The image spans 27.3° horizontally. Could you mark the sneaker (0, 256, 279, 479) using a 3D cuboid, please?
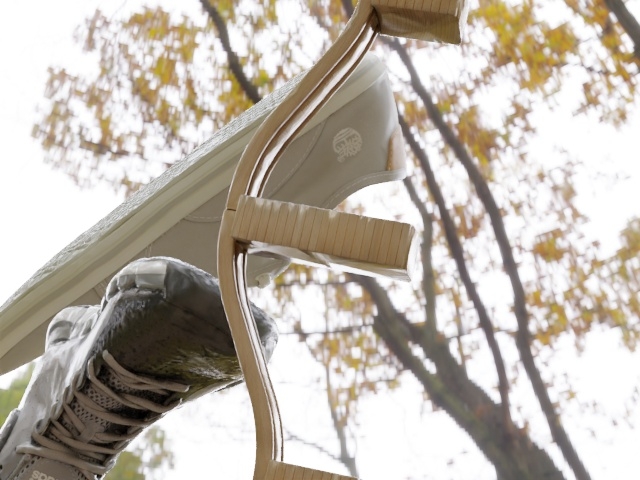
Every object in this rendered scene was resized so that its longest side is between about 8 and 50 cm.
[{"bbox_3d":[-0.105,0.093,0.654,0.086,0.132,0.229,34,-25,-15],"label":"sneaker"}]

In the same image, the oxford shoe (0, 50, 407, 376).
[{"bbox_3d":[-0.112,0.005,1.122,0.449,0.169,0.130,-33,-76,8],"label":"oxford shoe"}]

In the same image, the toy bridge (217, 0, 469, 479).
[{"bbox_3d":[0.000,0.000,0.429,0.063,0.026,0.188,10,-102,12],"label":"toy bridge"}]
